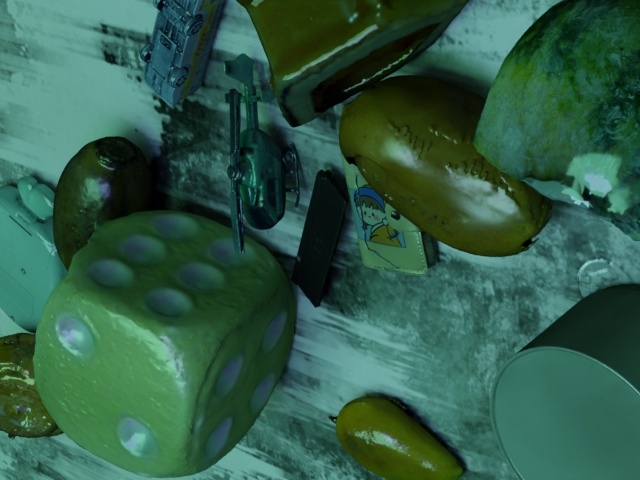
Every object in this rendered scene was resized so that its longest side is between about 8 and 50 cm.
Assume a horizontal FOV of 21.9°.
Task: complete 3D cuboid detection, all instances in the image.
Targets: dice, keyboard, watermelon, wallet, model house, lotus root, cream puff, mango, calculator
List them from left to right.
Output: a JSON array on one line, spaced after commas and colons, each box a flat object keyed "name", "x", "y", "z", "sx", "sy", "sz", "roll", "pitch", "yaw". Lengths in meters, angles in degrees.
[{"name": "calculator", "x": -0.433, "y": 0.022, "z": 2.437, "sx": 0.184, "sy": 0.042, "sz": 0.295, "roll": 39, "pitch": 138, "yaw": 20}, {"name": "cream puff", "x": -0.435, "y": 0.216, "z": 2.499, "sx": 0.189, "sy": 0.129, "sz": 0.189, "roll": 11, "pitch": 132, "yaw": 12}, {"name": "lotus root", "x": -0.287, "y": -0.039, "z": 2.186, "sx": 0.123, "sy": 0.124, "sz": 0.241, "roll": 32, "pitch": 134, "yaw": 23}, {"name": "dice", "x": -0.197, "y": 0.127, "z": 2.075, "sx": 0.254, "sy": 0.252, "sz": 0.249, "roll": 23, "pitch": 126, "yaw": 19}, {"name": "keyboard", "x": 0.000, "y": 0.000, "z": 1.987, "sx": 0.060, "sy": 0.018, "sz": 0.195, "roll": 53, "pitch": 148, "yaw": 31}, {"name": "model house", "x": 0.008, "y": -0.278, "z": 1.729, "sx": 0.268, "sy": 0.173, "sz": 0.239, "roll": -28, "pitch": 80, "yaw": 20}, {"name": "wallet", "x": 0.076, "y": -0.038, "z": 1.884, "sx": 0.110, "sy": 0.039, "sz": 0.155, "roll": 11, "pitch": 123, "yaw": 42}, {"name": "mango", "x": 0.091, "y": 0.255, "z": 2.047, "sx": 0.187, "sy": 0.066, "sz": 0.101, "roll": 27, "pitch": 133, "yaw": 20}, {"name": "mango", "x": 0.132, "y": -0.080, "z": 1.718, "sx": 0.249, "sy": 0.156, "sz": 0.151, "roll": 39, "pitch": 101, "yaw": 19}, {"name": "watermelon", "x": 0.307, "y": -0.108, "z": 1.537, "sx": 0.305, "sy": 0.224, "sz": 0.180, "roll": 26, "pitch": 175, "yaw": 29}]

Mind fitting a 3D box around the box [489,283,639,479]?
[{"name": "box", "x": 0.308, "y": 0.175, "z": 1.701, "sx": 0.226, "sy": 0.149, "sz": 0.226, "roll": 25, "pitch": 131, "yaw": 33}]

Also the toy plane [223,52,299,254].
[{"name": "toy plane", "x": -0.080, "y": -0.104, "z": 1.960, "sx": 0.060, "sy": 0.096, "sz": 0.235, "roll": 2, "pitch": 98, "yaw": 42}]

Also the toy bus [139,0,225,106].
[{"name": "toy bus", "x": -0.161, "y": -0.245, "z": 1.960, "sx": 0.064, "sy": 0.075, "sz": 0.190, "roll": 43, "pitch": 139, "yaw": 19}]

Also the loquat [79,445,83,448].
[{"name": "loquat", "x": -0.290, "y": 0.213, "z": 2.319, "sx": 0.179, "sy": 0.179, "sz": 0.227, "roll": 46, "pitch": 148, "yaw": 13}]
